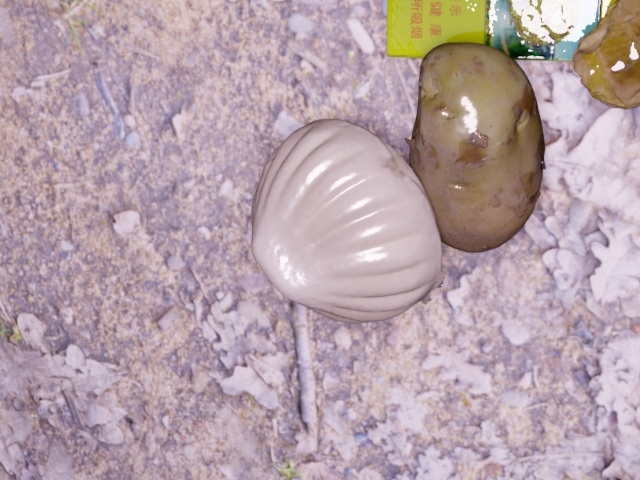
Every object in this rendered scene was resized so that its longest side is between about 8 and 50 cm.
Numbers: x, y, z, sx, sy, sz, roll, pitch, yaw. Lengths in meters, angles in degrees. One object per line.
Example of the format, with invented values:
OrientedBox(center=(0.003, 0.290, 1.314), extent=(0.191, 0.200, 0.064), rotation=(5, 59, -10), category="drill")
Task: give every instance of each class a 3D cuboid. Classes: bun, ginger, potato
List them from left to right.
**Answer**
OrientedBox(center=(0.000, 0.000, 1.286), extent=(0.263, 0.175, 0.263), rotation=(35, 140, 35), category="bun")
OrientedBox(center=(0.179, -0.108, 1.259), extent=(0.165, 0.165, 0.262), rotation=(0, 129, 17), category="potato")
OrientedBox(center=(0.385, -0.245, 1.146), extent=(0.263, 0.109, 0.116), rotation=(-49, 46, 12), category="ginger")

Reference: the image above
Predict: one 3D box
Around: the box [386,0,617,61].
OrientedBox(center=(0.244, -0.301, 1.249), extent=(0.335, 0.047, 0.187), rotation=(4, 106, 15), category="box")
